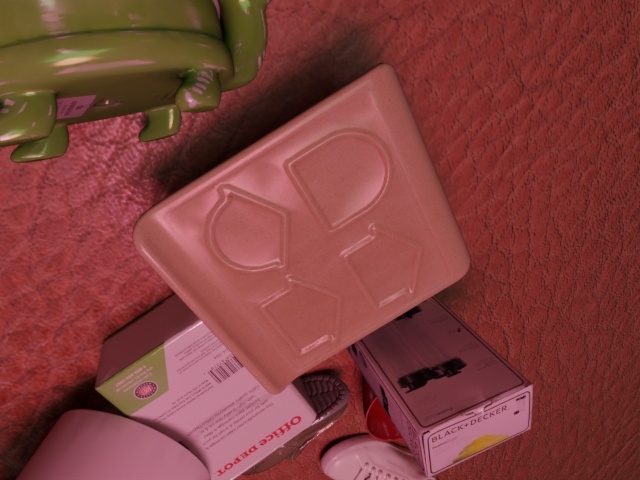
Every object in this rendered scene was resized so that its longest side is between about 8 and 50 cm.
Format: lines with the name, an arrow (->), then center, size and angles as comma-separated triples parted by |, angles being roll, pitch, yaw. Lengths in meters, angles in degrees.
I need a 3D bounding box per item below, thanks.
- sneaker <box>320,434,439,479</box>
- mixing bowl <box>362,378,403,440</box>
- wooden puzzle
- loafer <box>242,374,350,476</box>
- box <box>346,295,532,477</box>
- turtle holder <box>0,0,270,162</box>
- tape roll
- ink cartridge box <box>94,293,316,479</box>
sneaker -> 0.139, 0.479, 0.929 | 0.289, 0.123, 0.106 | 20, 106, -26
mixing bowl -> 0.146, 0.266, 0.842 | 0.181, 0.098, 0.182 | -11, 125, -16
wooden puzzle -> 0.000, 0.000, 0.595 | 0.347, 0.080, 0.322 | -34, 121, -2
loafer -> -0.056, 0.328, 0.812 | 0.251, 0.094, 0.087 | -30, 132, -1
box -> 0.156, 0.189, 0.707 | 0.169, 0.290, 0.087 | -19, 118, -13
turtle holder -> -0.192, -0.215, 0.425 | 0.319, 0.243, 0.228 | -14, 100, -5
tape roll -> -0.294, 0.369, 0.622 | 0.245, 0.169, 0.246 | 9, 132, 11
ink cartridge box -> -0.160, 0.214, 0.696 | 0.198, 0.115, 0.273 | -33, 120, -4
